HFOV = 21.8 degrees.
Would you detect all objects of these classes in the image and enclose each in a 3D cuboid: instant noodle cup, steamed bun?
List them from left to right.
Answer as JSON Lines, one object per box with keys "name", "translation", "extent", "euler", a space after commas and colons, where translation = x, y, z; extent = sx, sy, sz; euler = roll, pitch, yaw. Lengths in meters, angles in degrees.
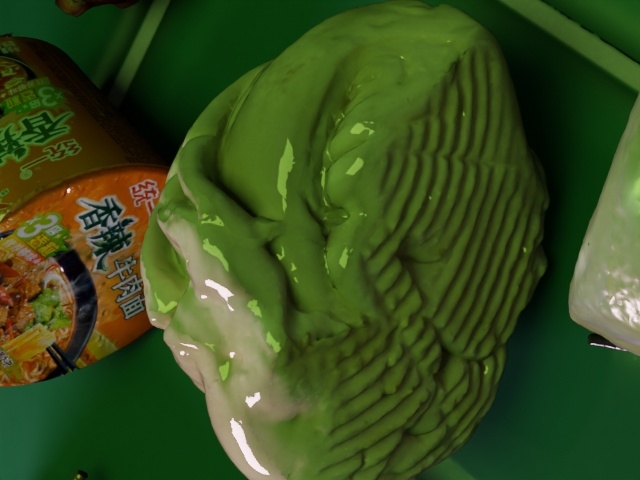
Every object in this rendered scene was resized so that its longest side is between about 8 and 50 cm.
{"name": "instant noodle cup", "translation": [-0.220, -0.032, 1.250], "extent": [0.230, 0.230, 0.182], "euler": [-50, 57, 24]}
{"name": "steamed bun", "translation": [0.002, -0.002, 1.080], "extent": [0.203, 0.276, 0.289], "euler": [18, 126, 43]}

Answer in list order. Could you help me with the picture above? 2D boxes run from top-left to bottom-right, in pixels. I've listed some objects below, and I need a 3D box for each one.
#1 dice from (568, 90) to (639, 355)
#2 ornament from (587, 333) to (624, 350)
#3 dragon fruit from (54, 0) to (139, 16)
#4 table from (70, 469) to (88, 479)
{"name": "dice", "translation": [0.280, -0.027, 0.846], "extent": [0.250, 0.252, 0.254], "euler": [21, 89, 10]}
{"name": "ornament", "translation": [0.218, -0.026, 1.027], "extent": [0.081, 0.088, 0.203], "euler": [1, 93, 38]}
{"name": "dragon fruit", "translation": [-0.160, -0.235, 1.243], "extent": [0.133, 0.166, 0.136], "euler": [32, 74, -6]}
{"name": "table", "translation": [-0.190, 0.290, 1.287], "extent": [0.111, 0.122, 0.240], "euler": [-48, 67, 25]}
